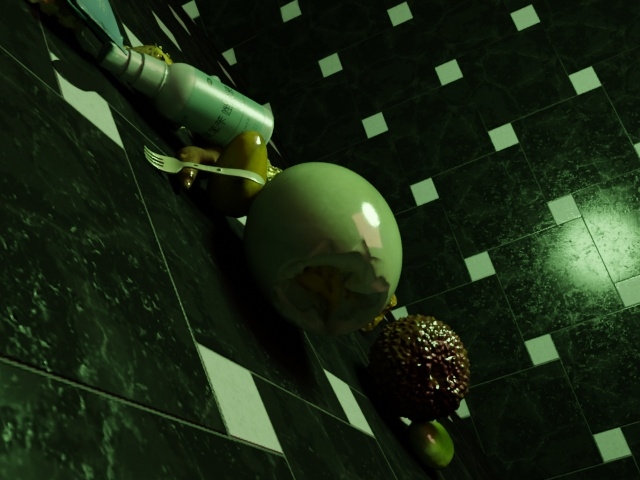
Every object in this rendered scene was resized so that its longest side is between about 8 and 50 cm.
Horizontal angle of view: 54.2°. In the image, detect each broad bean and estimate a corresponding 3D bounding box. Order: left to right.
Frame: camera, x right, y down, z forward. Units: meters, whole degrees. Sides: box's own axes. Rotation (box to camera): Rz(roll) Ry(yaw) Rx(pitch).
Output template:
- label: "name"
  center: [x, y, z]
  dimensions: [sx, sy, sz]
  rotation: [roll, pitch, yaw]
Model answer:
- label: "broad bean"
  center: [0.261, 0.488, 1.496]
  dimensions: [0.124, 0.082, 0.174]
  rotation: [57, 17, 23]

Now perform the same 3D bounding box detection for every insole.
- label: "insole"
  center: [-0.365, -0.247, 0.952]
  dimensions: [0.053, 0.002, 0.153]
  rotation: [54, 7, -6]

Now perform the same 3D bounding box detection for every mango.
- label: "mango"
  center: [-0.151, -0.125, 1.166]
  dimensions: [0.098, 0.195, 0.137]
  rotation: [27, 41, 5]

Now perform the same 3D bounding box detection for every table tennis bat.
- label: "table tennis bat"
  center: [-0.457, -0.445, 1.185]
  dimensions: [0.201, 0.033, 0.124]
  rotation: [44, 13, -37]

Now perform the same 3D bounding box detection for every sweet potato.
- label: "sweet potato"
  center: [-0.230, -0.142, 1.158]
  dimensions: [0.281, 0.059, 0.067]
  rotation: [-65, 159, -78]

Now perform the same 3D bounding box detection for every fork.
- label: "fork"
  center: [-0.193, -0.120, 1.053]
  dimensions: [0.219, 0.028, 0.034]
  rotation: [10, 42, -32]

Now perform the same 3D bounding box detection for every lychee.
- label: "lychee"
  center: [0.222, 0.301, 1.485]
  dimensions: [0.271, 0.271, 0.271]
  rotation: [54, 6, -9]

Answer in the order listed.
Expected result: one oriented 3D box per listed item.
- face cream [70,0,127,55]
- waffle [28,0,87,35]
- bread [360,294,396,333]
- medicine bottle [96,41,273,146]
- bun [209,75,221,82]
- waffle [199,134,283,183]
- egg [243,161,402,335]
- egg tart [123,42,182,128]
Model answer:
- label: "face cream"
  center: [-0.440, -0.484, 1.089]
  dimensions: [0.385, 0.086, 0.135]
  rotation: [58, 4, 25]
- label: "waffle"
  center: [-0.432, -0.366, 0.975]
  dimensions: [0.125, 0.032, 0.191]
  rotation: [55, 8, -23]
- label: "bread"
  center: [0.136, 0.170, 1.898]
  dimensions: [0.149, 0.143, 0.158]
  rotation: [47, 8, -10]
- label: "medicine bottle"
  center: [-0.253, -0.275, 1.198]
  dimensions: [0.352, 0.110, 0.110]
  rotation: [23, 27, -40]
- label: "bun"
  center: [-0.316, -0.415, 1.849]
  dimensions: [0.141, 0.083, 0.141]
  rotation: [-25, 90, -84]
- label: "waffle"
  center: [-0.163, -0.179, 1.526]
  dimensions: [0.312, 0.060, 0.307]
  rotation: [36, -3, 3]
- label: "egg"
  center: [0.000, 0.000, 1.129]
  dimensions: [0.278, 0.278, 0.336]
  rotation: [51, 14, -30]
- label: "egg tart"
  center: [-0.330, -0.333, 1.307]
  dimensions: [0.212, 0.090, 0.212]
  rotation: [51, 4, -5]
